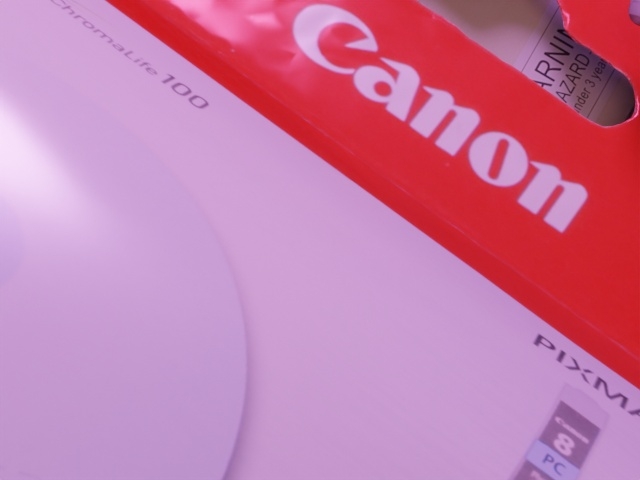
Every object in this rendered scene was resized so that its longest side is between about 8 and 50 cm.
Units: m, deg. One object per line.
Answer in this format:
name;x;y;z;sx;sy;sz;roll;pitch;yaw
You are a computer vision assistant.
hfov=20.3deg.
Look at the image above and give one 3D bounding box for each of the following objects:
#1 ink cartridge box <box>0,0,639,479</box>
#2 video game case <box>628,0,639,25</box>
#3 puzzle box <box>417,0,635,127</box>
ink cartridge box;0.000;0.000;0.585;0.308;0.091;0.385;36;61;6
video game case;0.315;-0.175;0.685;0.300;0.036;0.329;22;98;-17
puzzle box;-0.007;-0.095;0.733;0.272;0.052;0.409;32;77;0
